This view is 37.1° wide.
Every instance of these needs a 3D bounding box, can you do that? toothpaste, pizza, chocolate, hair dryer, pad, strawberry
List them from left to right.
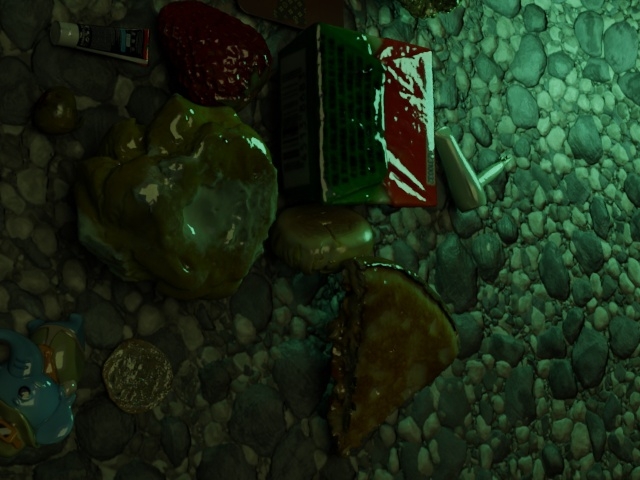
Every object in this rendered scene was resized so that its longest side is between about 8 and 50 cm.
[{"bbox_3d":[-0.405,-0.371,1.786,0.193,0.045,0.071,0,92,-39],"label":"toothpaste"},{"bbox_3d":[-0.216,-0.362,1.844,0.244,0.205,0.205,45,60,5],"label":"strawberry"},{"bbox_3d":[-0.061,-0.538,2.038,0.267,0.004,0.181,8,73,-32],"label":"pad"},{"bbox_3d":[0.076,-0.237,1.980,0.341,0.161,0.360,2,85,-42],"label":"chocolate"},{"bbox_3d":[0.099,0.245,1.966,0.440,0.130,0.406,38,80,-46],"label":"pizza"},{"bbox_3d":[0.375,-0.189,2.264,0.237,0.075,0.206,-22,89,-41],"label":"hair dryer"}]

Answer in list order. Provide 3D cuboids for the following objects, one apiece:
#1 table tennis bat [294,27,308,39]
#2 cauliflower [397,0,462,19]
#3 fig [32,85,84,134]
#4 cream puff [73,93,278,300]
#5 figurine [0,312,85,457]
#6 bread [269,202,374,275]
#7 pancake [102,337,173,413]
[{"bbox_3d":[-0.022,-0.370,2.039,0.124,0.033,0.201,41,60,-20],"label":"table tennis bat"},{"bbox_3d":[0.247,-0.647,2.119,0.275,0.250,0.272,40,62,-17],"label":"cauliflower"},{"bbox_3d":[-0.465,-0.223,1.709,0.098,0.082,0.084,44,26,-38],"label":"fig"},{"bbox_3d":[-0.270,-0.083,1.707,0.378,0.275,0.378,-17,115,-39],"label":"cream puff"},{"bbox_3d":[-0.495,0.234,1.601,0.180,0.154,0.262,22,55,-20],"label":"figurine"},{"bbox_3d":[0.000,0.000,1.929,0.213,0.213,0.104,-20,133,-33],"label":"bread"},{"bbox_3d":[-0.337,0.250,1.757,0.139,0.022,0.139,5,81,-33],"label":"pancake"}]
